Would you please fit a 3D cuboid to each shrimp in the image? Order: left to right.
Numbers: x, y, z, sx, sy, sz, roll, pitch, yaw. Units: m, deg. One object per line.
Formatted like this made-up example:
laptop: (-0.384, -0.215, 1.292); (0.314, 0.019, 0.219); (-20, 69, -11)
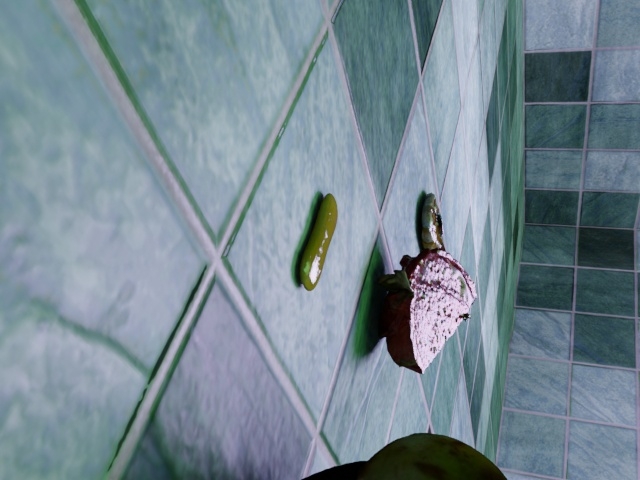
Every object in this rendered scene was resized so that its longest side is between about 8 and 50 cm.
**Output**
shrimp: (0.171, -0.002, 0.941); (0.091, 0.034, 0.161); (-67, 151, -43)

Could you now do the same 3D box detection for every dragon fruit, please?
dragon fruit: (0.105, 0.066, 0.730); (0.162, 0.083, 0.106); (-38, 112, -40)

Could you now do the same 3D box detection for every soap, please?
soap: (0.000, 0.000, 0.519); (0.034, 0.012, 0.089); (66, 34, -50)

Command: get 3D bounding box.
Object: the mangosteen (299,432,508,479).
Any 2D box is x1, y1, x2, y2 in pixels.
mangosteen: (0.047, 0.254, 0.401); (0.287, 0.233, 0.287); (-31, 126, -57)
